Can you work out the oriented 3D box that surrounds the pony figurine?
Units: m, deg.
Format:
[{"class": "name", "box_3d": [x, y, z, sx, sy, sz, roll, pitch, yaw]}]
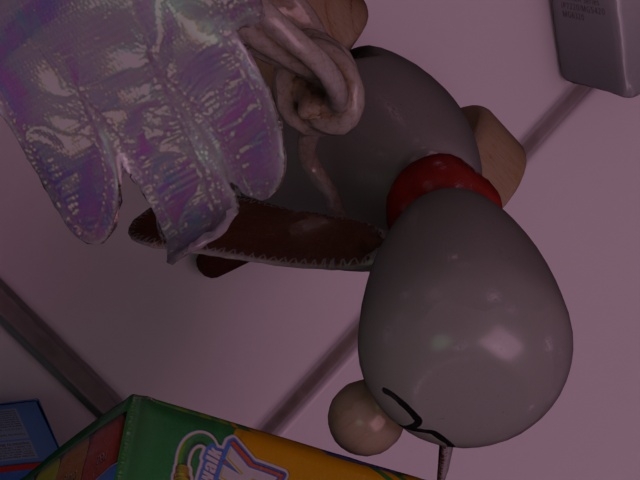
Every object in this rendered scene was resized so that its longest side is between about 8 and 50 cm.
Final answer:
[{"class": "pony figurine", "box_3d": [-0.210, -0.114, 0.455, 0.363, 0.303, 0.351, -17, 86, -45]}]

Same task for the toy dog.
[{"class": "toy dog", "box_3d": [0.000, 0.000, 0.623, 0.220, 0.334, 0.161, 45, 104, 1]}]

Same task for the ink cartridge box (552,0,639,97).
[{"class": "ink cartridge box", "box_3d": [0.243, -0.241, 0.828, 0.275, 0.060, 0.238, -25, 117, -24]}]

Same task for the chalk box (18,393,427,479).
[{"class": "chalk box", "box_3d": [-0.047, 0.143, 0.501, 0.213, 0.132, 0.132, 21, 60, -23]}]

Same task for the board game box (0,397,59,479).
[{"class": "board game box", "box_3d": [-0.162, 0.156, 0.598, 0.160, 0.211, 0.039, -3, 127, -31]}]
